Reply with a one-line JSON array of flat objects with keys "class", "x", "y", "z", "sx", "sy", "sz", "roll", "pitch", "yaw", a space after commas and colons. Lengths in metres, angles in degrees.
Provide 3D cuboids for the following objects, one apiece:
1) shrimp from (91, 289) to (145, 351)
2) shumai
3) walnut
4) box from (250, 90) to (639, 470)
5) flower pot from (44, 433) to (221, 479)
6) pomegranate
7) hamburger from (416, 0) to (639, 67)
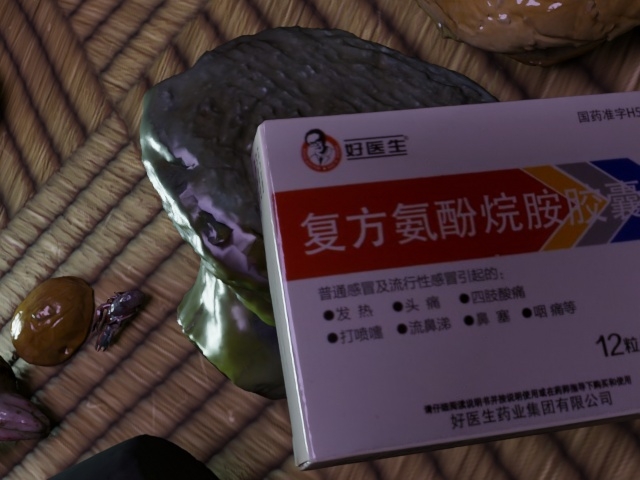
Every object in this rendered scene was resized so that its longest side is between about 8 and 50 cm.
[{"class": "shrimp", "x": -0.219, "y": 0.078, "z": 0.976, "sx": 0.092, "sy": 0.029, "sz": 0.038, "roll": -49, "pitch": 60, "yaw": 21}, {"class": "shumai", "x": 0.000, "y": 0.000, "z": 0.782, "sx": 0.309, "sy": 0.304, "sz": 0.263, "roll": 53, "pitch": 143, "yaw": 21}, {"class": "walnut", "x": -0.307, "y": 0.087, "z": 1.018, "sx": 0.121, "sy": 0.052, "sz": 0.091, "roll": -46, "pitch": 58, "yaw": 16}, {"class": "box", "x": 0.143, "y": 0.016, "z": 0.603, "sx": 0.353, "sy": 0.069, "sz": 0.214, "roll": -6, "pitch": 74, "yaw": -13}, {"class": "flower pot", "x": -0.174, "y": 0.322, "z": 0.757, "sx": 0.251, "sy": 0.379, "sz": 0.379, "roll": -40, "pitch": 61, "yaw": 1}, {"class": "pomegranate", "x": -0.381, "y": 0.188, "z": 1.024, "sx": 0.125, "sy": 0.163, "sz": 0.138, "roll": 150, "pitch": 139, "yaw": -67}, {"class": "hamburger", "x": 0.189, "y": -0.271, "z": 0.709, "sx": 0.283, "sy": 0.144, "sz": 0.260, "roll": -46, "pitch": 63, "yaw": 24}]
